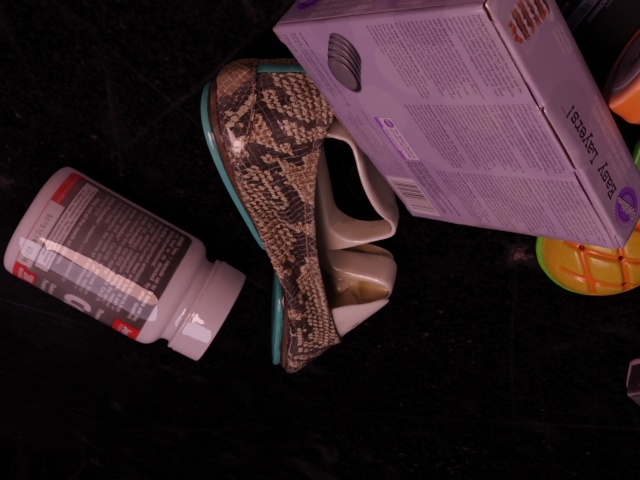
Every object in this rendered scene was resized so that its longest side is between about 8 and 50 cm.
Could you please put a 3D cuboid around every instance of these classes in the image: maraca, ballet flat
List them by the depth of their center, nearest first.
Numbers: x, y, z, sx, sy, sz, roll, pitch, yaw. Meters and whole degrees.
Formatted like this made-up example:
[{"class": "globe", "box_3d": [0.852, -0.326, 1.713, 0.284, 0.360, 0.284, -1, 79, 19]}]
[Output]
[{"class": "maraca", "box_3d": [0.290, -0.020, 0.787, 0.127, 0.099, 0.185, 34, 118, -18]}, {"class": "ballet flat", "box_3d": [0.000, 0.000, 0.945, 0.182, 0.164, 0.483, -4, 138, 5]}]

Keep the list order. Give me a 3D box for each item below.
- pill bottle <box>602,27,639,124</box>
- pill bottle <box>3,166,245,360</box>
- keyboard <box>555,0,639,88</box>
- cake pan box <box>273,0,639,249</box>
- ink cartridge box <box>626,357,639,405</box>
[{"class": "pill bottle", "box_3d": [0.343, -0.082, 0.639, 0.246, 0.130, 0.130, 28, 145, -6]}, {"class": "pill bottle", "box_3d": [-0.256, 0.037, 1.115, 0.283, 0.161, 0.161, 30, 144, -8]}, {"class": "keyboard", "box_3d": [0.173, -0.205, 0.667, 0.201, 0.033, 0.317, 22, 144, -8]}, {"class": "cake pan box", "box_3d": [0.118, -0.105, 0.700, 0.246, 0.070, 0.267, 14, 150, 54]}, {"class": "ink cartridge box", "box_3d": [0.569, 0.208, 0.942, 0.307, 0.072, 0.303, 40, 142, -17]}]
